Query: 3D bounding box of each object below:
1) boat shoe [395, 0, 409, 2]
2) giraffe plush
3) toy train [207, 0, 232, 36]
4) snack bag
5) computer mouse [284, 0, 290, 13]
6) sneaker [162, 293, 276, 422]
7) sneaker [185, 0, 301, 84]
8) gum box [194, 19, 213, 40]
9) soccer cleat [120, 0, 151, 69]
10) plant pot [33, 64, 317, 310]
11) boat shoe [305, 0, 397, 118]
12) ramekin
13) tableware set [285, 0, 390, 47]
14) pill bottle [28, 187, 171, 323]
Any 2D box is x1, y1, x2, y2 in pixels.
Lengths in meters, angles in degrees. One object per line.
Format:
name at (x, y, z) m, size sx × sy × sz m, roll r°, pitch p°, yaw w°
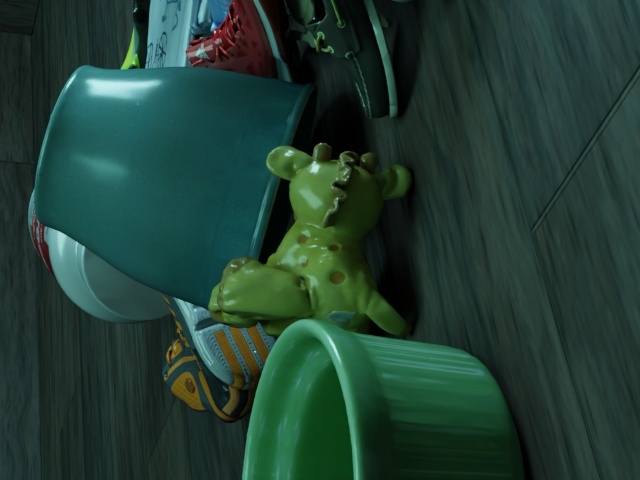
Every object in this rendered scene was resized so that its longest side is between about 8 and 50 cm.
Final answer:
boat shoe at (0.087, -0.331, 1.299) m, size 0.076 × 0.083 × 0.226 m, roll 166°, pitch 110°, yaw -69°
giraffe plush at (0.000, 0.000, 1.375) m, size 0.210 × 0.181 × 0.170 m, roll -17°, pitch 62°, yaw 61°
toy train at (-0.099, -0.305, 1.780) m, size 0.184 × 0.080 × 0.105 m, roll 77°, pitch -160°, yaw -58°
snack bag at (-0.210, -0.302, 2.114) m, size 0.323 × 0.037 × 0.342 m, roll -179°, pitch 95°, yaw -72°
computer mouse at (-0.017, -0.339, 1.648) m, size 0.262 × 0.060 × 0.184 m, roll -125°, pitch 42°, yaw -62°
sneaker at (-0.166, 0.087, 1.809) m, size 0.321 × 0.125 × 0.180 m, roll 67°, pitch 151°, yaw 28°
sneaker at (-0.098, -0.224, 1.633) m, size 0.221 × 0.128 × 0.087 m, roll 71°, pitch -166°, yaw -59°
gum box at (-0.170, -0.322, 2.124) m, size 0.157 × 0.041 × 0.184 m, roll -105°, pitch 28°, yaw -46°
soccer cleat at (-0.270, -0.326, 2.394) m, size 0.121 × 0.093 × 0.289 m, roll -60°, pitch -12°, yaw -50°
plant pot at (-0.161, -0.069, 1.566) m, size 0.271 × 0.255 × 0.271 m, roll 15°, pitch -90°, yaw -87°
boat shoe at (0.017, -0.219, 1.387) m, size 0.081 × 0.069 × 0.227 m, roll -133°, pitch 25°, yaw -77°
ramekin at (0.046, 0.219, 1.180) m, size 0.303 × 0.148 × 0.303 m, roll -175°, pitch 90°, yaw -72°
tableware set at (0.009, -0.266, 1.516) m, size 0.194 × 0.039 × 0.128 m, roll -150°, pitch 47°, yaw -62°
pill bottle at (-0.292, -0.008, 2.112) m, size 0.408 × 0.229 × 0.229 m, roll -153°, pitch 69°, yaw -70°
